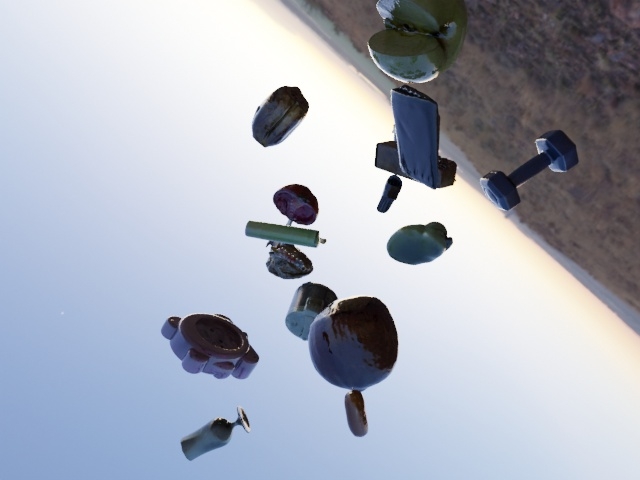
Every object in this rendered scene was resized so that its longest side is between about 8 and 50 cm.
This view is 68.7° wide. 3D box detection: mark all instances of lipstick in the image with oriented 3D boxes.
[{"bbox_3d":[-0.148,-0.027,1.864,0.303,0.076,0.076,9,-170,15],"label":"lipstick"}]

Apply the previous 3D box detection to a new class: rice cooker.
[{"bbox_3d":[-0.043,0.403,2.606,0.288,0.288,0.277,37,-139,-16],"label":"rice cooker"}]

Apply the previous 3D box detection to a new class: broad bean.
[{"bbox_3d":[0.336,0.013,1.590,0.169,0.227,0.100,66,-146,-37],"label":"broad bean"}]

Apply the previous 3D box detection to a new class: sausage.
[{"bbox_3d":[0.104,0.505,1.352,0.054,0.062,0.183,-70,-26,-66],"label":"sausage"}]

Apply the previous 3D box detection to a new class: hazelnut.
[{"bbox_3d":[0.141,0.441,2.028,0.421,0.420,0.353,53,-176,34],"label":"hazelnut"}]

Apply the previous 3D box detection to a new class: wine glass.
[{"bbox_3d":[-0.371,0.684,1.656,0.103,0.230,0.103,63,179,2],"label":"wine glass"}]

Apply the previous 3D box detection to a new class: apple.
[{"bbox_3d":[0.282,-0.618,1.386,0.291,0.292,0.254,24,-170,-44],"label":"apple"}]

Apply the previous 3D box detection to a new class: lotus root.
[{"bbox_3d":[-0.187,-0.521,1.995,0.193,0.291,0.193,34,-148,-25],"label":"lotus root"}]

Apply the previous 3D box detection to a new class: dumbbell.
[{"bbox_3d":[0.740,-0.248,1.666,0.160,0.324,0.144,57,-174,22],"label":"dumbbell"}]

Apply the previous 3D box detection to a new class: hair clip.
[{"bbox_3d":[-0.159,0.084,2.347,0.213,0.056,0.062,26,-145,-14],"label":"hair clip"}]

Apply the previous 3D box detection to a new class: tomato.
[{"bbox_3d":[-0.083,-0.150,1.797,0.189,0.173,0.099,37,-122,-10],"label":"tomato"}]

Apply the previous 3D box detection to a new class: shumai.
[{"bbox_3d":[-0.184,0.070,2.816,0.313,0.263,0.267,19,-139,21],"label":"shumai"}]

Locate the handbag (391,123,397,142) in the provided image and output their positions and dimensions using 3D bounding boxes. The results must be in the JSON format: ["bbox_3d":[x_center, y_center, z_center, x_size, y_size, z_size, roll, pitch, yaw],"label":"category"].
[{"bbox_3d":[0.386,-0.495,2.099,0.127,0.235,0.213,19,-131,9],"label":"handbag"}]

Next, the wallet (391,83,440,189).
[{"bbox_3d":[0.246,-0.258,1.187,0.168,0.052,0.245,47,156,49],"label":"wallet"}]

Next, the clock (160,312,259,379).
[{"bbox_3d":[-0.408,0.384,1.735,0.295,0.113,0.322,42,-165,34],"label":"clock"}]

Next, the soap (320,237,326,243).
[{"bbox_3d":[0.000,0.000,2.481,0.089,0.034,0.012,14,157,47],"label":"soap"}]

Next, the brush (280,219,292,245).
[{"bbox_3d":[-0.131,-0.101,2.138,0.020,0.337,0.086,6,-136,-22],"label":"brush"}]

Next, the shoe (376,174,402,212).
[{"bbox_3d":[0.240,-0.151,1.627,0.062,0.160,0.053,17,-142,-6],"label":"shoe"}]

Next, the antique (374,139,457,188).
[{"bbox_3d":[0.325,-0.267,1.627,0.087,0.094,0.309,-16,-148,-35],"label":"antique"}]
